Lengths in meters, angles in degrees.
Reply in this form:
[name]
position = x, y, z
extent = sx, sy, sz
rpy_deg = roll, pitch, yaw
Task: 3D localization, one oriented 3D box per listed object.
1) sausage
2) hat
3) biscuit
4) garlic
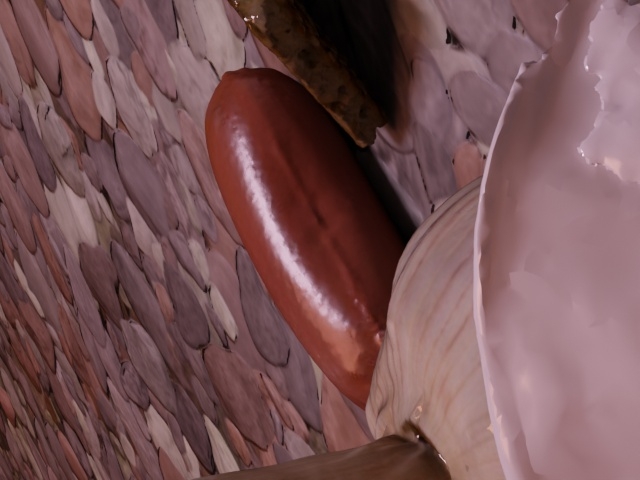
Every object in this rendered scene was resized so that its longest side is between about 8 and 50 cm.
[sausage]
position = 0.000, 0.000, 0.903
extent = 0.194, 0.077, 0.077
rpy_deg = 60, 160, 19
[hat]
position = 0.143, 0.010, 0.415
extent = 0.126, 0.203, 0.203
rpy_deg = 7, 121, 47
[biscuit]
position = -0.051, -0.144, 0.866
extent = 0.231, 0.025, 0.131
rpy_deg = 52, -174, 32
[garlic]
position = 0.052, 0.082, 0.623
extent = 0.199, 0.226, 0.199
rpy_deg = 52, 152, 43
